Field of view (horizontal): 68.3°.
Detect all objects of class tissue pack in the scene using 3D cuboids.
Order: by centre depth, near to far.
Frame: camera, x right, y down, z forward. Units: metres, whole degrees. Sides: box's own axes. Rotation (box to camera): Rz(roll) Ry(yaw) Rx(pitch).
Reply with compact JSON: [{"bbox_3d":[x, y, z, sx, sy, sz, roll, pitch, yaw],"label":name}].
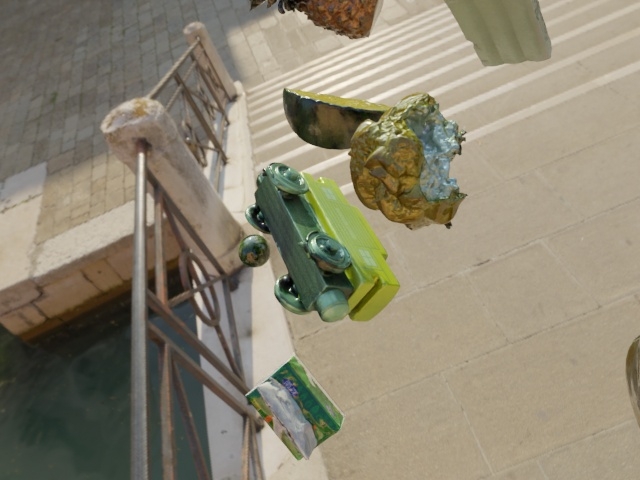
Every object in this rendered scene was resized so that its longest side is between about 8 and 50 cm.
[{"bbox_3d":[-0.065,0.413,1.153,0.148,0.156,0.209,-40,84,9],"label":"tissue pack"}]

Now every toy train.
[{"bbox_3d":[0.000,0.000,1.086,0.179,0.272,0.442,-53,47,29],"label":"toy train"}]

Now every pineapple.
[{"bbox_3d":[-0.027,-0.568,1.078,0.340,0.169,0.169,16,57,4],"label":"pineapple"}]

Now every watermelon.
[{"bbox_3d":[0.017,-0.187,0.670,0.181,0.075,0.092,18,69,14],"label":"watermelon"},{"bbox_3d":[-0.191,0.034,1.381,0.108,0.109,0.109,-11,50,13],"label":"watermelon"}]

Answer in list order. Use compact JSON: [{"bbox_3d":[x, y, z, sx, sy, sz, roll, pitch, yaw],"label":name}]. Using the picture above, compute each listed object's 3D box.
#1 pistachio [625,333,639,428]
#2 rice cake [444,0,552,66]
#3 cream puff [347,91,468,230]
[{"bbox_3d":[0.425,0.175,0.524,0.143,0.144,0.215,-11,92,13],"label":"pistachio"},{"bbox_3d":[0.272,-0.339,0.722,0.127,0.237,0.043,5,83,33],"label":"rice cake"},{"bbox_3d":[0.093,-0.089,0.534,0.121,0.156,0.156,-21,38,50],"label":"cream puff"}]
